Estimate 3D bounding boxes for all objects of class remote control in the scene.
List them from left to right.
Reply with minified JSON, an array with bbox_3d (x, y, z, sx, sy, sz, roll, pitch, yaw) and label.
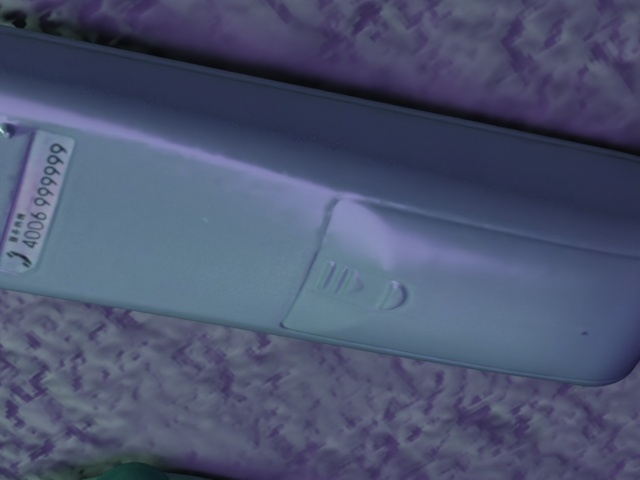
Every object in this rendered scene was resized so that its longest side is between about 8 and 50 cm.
[{"bbox_3d":[0.000,-0.001,0.534,0.293,0.051,0.103,11,127,-17],"label":"remote control"}]

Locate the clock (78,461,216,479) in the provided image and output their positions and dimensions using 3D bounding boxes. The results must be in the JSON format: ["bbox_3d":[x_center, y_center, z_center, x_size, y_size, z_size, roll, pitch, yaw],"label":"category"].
[{"bbox_3d":[-0.088,0.169,0.652,0.211,0.066,0.159,22,122,-24],"label":"clock"}]
